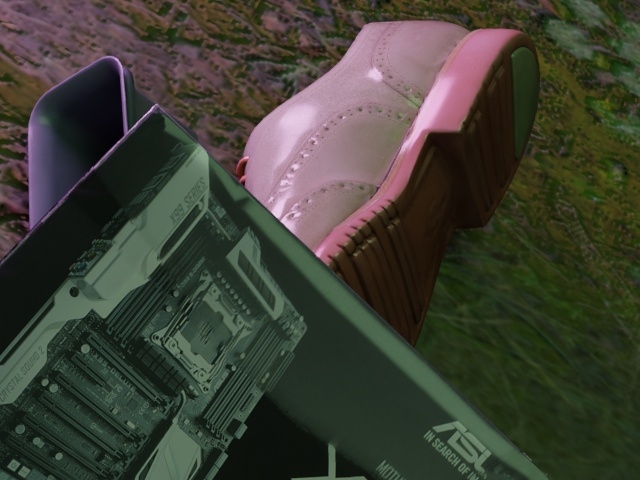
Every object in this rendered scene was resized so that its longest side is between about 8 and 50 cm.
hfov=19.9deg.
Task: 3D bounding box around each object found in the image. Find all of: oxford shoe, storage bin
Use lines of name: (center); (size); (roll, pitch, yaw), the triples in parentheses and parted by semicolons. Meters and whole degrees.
oxford shoe: (0.000, 0.000, 1.196); (0.147, 0.140, 0.397); (17, 50, 28)
storage bin: (-0.127, -0.029, 1.156); (0.091, 0.098, 0.135); (31, 42, -44)

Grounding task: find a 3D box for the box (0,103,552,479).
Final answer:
box: (-0.061, 0.117, 1.006); (0.307, 0.076, 0.242); (44, 88, 5)
